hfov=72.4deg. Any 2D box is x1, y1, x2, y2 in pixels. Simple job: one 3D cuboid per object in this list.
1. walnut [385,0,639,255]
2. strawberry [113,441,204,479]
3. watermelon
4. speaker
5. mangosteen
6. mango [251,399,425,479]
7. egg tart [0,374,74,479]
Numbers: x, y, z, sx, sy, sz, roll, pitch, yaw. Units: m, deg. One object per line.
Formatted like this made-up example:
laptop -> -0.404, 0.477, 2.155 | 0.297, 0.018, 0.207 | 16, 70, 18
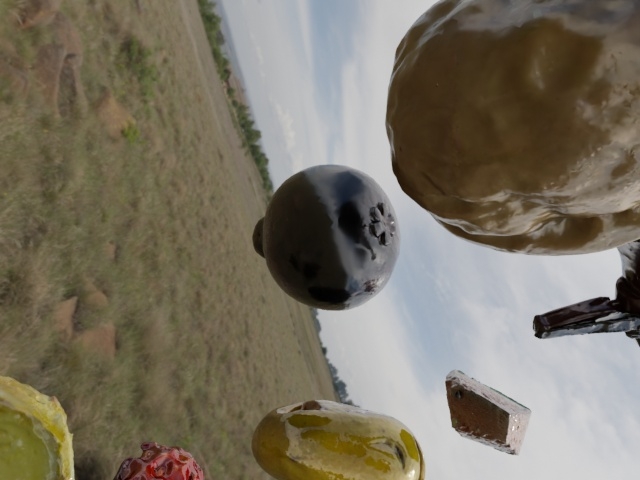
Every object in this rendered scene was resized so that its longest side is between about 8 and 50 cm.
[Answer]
walnut -> 0.263, -0.156, 0.529 | 0.383, 0.383, 0.384 | 163, -90, -86
strawberry -> -0.177, 0.406, 0.475 | 0.265, 0.149, 0.336 | 96, -1, -57
watermelon -> 0.341, 0.363, 0.917 | 0.140, 0.192, 0.257 | -67, 156, -11
speaker -> 0.485, 0.069, 0.656 | 0.198, 0.259, 0.330 | 40, -25, 51
mangosteen -> 0.002, -0.010, 0.881 | 0.297, 0.313, 0.297 | 11, 90, -68
mango -> 0.035, 0.408, 0.827 | 0.253, 0.365, 0.182 | -10, -117, 56
egg tart -> -0.489, 0.330, 0.570 | 0.120, 0.315, 0.315 | -36, -113, 55
